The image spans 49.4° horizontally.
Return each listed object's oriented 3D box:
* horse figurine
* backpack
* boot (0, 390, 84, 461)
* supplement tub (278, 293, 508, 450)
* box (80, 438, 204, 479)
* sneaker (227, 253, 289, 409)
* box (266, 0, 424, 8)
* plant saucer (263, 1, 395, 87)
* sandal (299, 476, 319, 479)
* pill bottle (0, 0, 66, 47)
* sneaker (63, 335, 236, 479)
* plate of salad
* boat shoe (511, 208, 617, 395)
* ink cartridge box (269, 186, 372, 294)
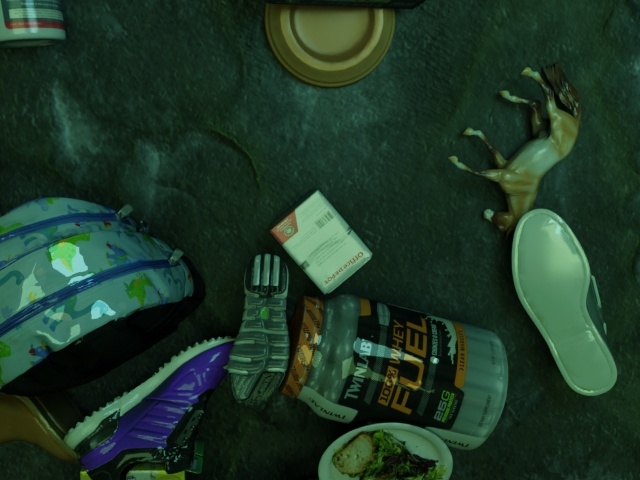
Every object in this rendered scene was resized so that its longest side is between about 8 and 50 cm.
[{"bbox_3d":[0.321,-0.150,1.085,0.174,0.066,0.263,39,94,-10],"label":"horse figurine"},{"bbox_3d":[-0.325,0.080,0.916,0.290,0.355,0.273,-25,101,0],"label":"backpack"},{"bbox_3d":[-0.514,0.293,1.059,0.283,0.109,0.220,42,93,-10],"label":"boot"},{"bbox_3d":[0.105,0.194,1.062,0.315,0.193,0.194,14,99,-8],"label":"supplement tub"},{"bbox_3d":[-0.275,0.351,1.096,0.179,0.105,0.043,0,103,-6],"label":"box"},{"bbox_3d":[-0.085,0.145,1.057,0.086,0.132,0.229,8,72,0],"label":"sneaker"},{"bbox_3d":[0.034,-0.424,0.972,0.232,0.059,0.184,-4,92,-18],"label":"box"},{"bbox_3d":[0.016,-0.330,1.037,0.199,0.037,0.200,-1,100,-5],"label":"plant saucer"},{"bbox_3d":[-0.029,0.430,1.114,0.445,0.167,0.107,13,81,-8],"label":"sandal"},{"bbox_3d":[-0.418,-0.362,0.953,0.107,0.108,0.180,-6,101,-5],"label":"pill bottle"},{"bbox_3d":[-0.217,0.269,1.045,0.293,0.102,0.146,-33,75,-15],"label":"sneaker"},{"bbox_3d":[0.096,0.344,1.019,0.199,0.048,0.200,-1,122,-2],"label":"plate of salad"},{"bbox_3d":[0.392,0.092,1.128,0.116,0.099,0.320,-20,100,21],"label":"boat shoe"},{"bbox_3d":[0.000,0.000,1.085,0.099,0.056,0.135,-40,101,3],"label":"ink cartridge box"}]
